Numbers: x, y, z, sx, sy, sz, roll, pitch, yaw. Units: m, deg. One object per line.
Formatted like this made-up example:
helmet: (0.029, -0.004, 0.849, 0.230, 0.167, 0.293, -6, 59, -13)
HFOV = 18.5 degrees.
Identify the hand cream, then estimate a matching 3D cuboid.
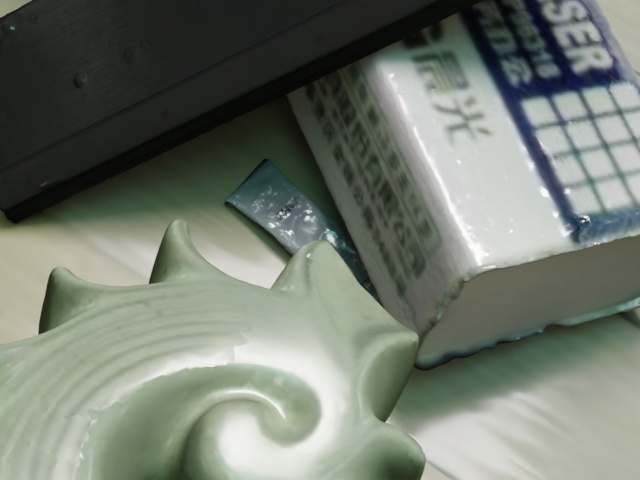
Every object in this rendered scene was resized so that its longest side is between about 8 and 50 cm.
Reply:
hand cream: (0.000, 0.000, 0.859, 0.093, 0.019, 0.030, 41, 66, 13)

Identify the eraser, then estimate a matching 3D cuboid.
eraser: (0.048, -0.096, 0.863, 0.130, 0.086, 0.287, -12, 64, -22)

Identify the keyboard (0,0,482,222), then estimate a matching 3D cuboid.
keyboard: (-0.015, -0.105, 0.808, 0.310, 0.018, 0.101, -25, 67, 21)

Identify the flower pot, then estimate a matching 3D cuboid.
flower pot: (-0.026, 0.182, 0.698, 0.254, 0.164, 0.367, -27, 71, -23)
